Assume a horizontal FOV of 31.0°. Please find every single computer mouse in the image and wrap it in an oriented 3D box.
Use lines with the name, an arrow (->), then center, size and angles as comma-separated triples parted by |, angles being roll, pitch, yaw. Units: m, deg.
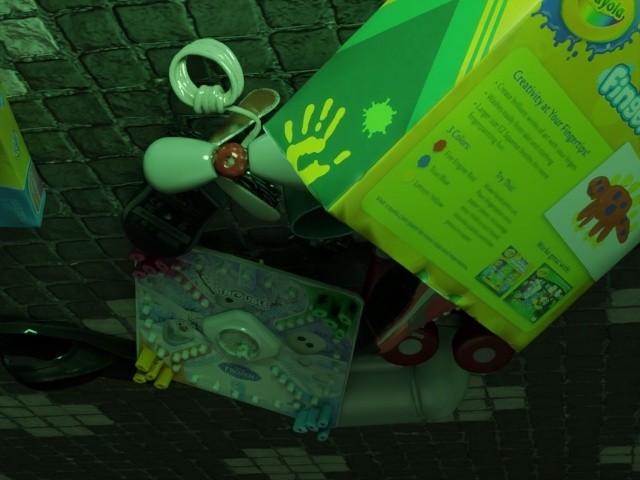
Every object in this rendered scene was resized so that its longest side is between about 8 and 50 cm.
computer mouse -> -0.189, -0.066, 1.676 | 0.188, 0.072, 0.272 | 35, 137, -18

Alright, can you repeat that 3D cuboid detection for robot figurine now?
robot figurine -> 0.124, 0.241, 2.147 | 0.353, 0.200, 0.300 | -6, 168, 14

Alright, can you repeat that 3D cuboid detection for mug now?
mug -> 0.025, -0.073, 1.619 | 0.158, 0.097, 0.129 | -3, 156, -25

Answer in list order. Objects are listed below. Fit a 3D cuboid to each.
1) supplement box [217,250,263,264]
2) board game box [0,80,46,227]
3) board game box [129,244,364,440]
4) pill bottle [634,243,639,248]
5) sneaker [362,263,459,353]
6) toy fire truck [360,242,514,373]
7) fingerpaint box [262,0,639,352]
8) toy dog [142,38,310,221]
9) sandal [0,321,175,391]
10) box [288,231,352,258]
supplement box -> -0.145, 0.053, 1.955 | 0.083, 0.043, 0.055 | 12, 153, -20
board game box -> -0.533, -0.119, 1.601 | 0.242, 0.064, 0.316 | 1, 154, 0
board game box -> -0.140, 0.176, 1.978 | 0.390, 0.050, 0.390 | 17, 139, 7
pill bottle -> 0.365, -0.074, 1.579 | 0.219, 0.123, 0.123 | 22, 147, -36
sneaker -> 0.190, 0.069, 1.728 | 0.136, 0.116, 0.314 | 33, 108, -23
toy fire truck -> 0.216, 0.066, 1.856 | 0.302, 0.169, 0.254 | 6, 134, -6
fingerpaint box -> 0.218, -0.117, 1.271 | 0.371, 0.163, 0.445 | -45, 139, 10
toy dog -> -0.039, -0.117, 1.458 | 0.333, 0.220, 0.161 | 19, -165, 9
sandal -> -0.489, 0.247, 2.298 | 0.446, 0.107, 0.167 | 13, 152, -21
box -> 0.000, 0.000, 1.867 | 0.083, 0.018, 0.067 | 24, 146, -38
